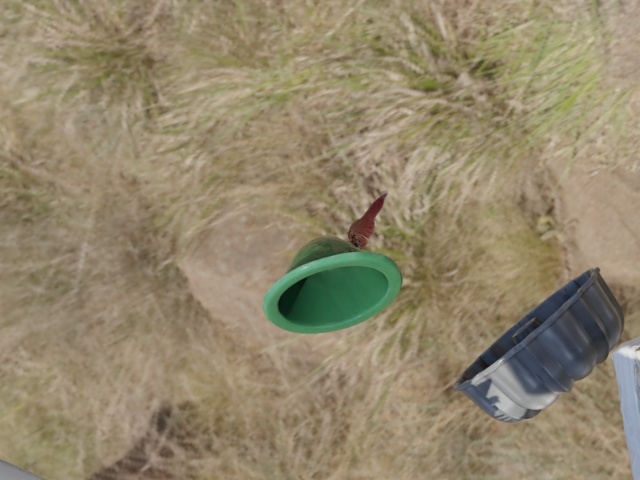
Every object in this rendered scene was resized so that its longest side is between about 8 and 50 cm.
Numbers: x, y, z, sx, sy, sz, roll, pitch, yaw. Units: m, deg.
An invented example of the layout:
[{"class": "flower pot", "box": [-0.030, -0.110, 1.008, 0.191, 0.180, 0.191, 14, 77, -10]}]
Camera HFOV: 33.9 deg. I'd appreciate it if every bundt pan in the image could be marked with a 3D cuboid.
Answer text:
[{"class": "bundt pan", "box": [0.393, 0.196, 1.827, 0.124, 0.331, 0.331, 49, 131, 4]}]

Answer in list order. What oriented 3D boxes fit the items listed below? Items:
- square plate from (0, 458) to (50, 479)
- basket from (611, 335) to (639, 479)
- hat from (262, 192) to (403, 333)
[{"class": "square plate", "box": [-0.246, 0.398, 0.919, 0.347, 0.344, 0.049, 30, 164, -27]}, {"class": "basket", "box": [0.601, 0.253, 1.339, 0.266, 0.331, 0.328, -9, 94, 57]}, {"class": "hat", "box": [0.000, 0.000, 1.315, 0.173, 0.208, 0.183, -23, 59, 10]}]
